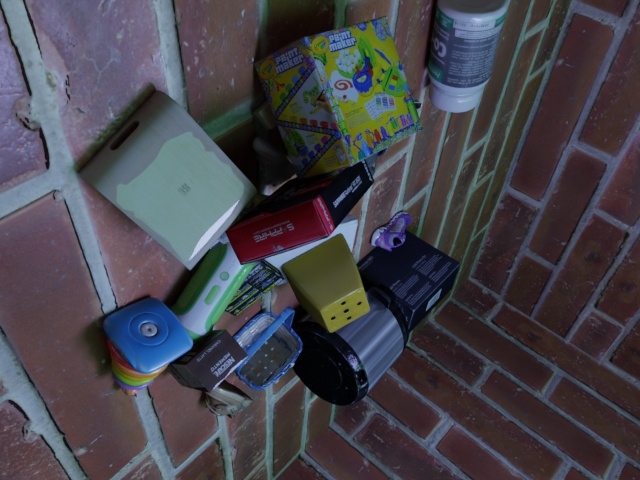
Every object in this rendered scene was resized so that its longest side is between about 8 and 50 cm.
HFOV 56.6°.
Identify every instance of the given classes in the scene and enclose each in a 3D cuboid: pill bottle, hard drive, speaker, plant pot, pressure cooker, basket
[{"bbox_3d":[0.445,-0.594,1.857,0.204,0.204,0.361,-42,151,-27],"label":"pill bottle"},{"bbox_3d":[-0.042,0.036,1.818,0.307,0.040,0.203,-15,138,-23],"label":"hard drive"},{"bbox_3d":[-0.271,0.108,1.536,0.297,0.131,0.131,-57,155,2],"label":"speaker"},{"bbox_3d":[0.037,0.149,1.808,0.212,0.187,0.212,-28,142,-6],"label":"plant pot"},{"bbox_3d":[0.122,0.360,2.229,0.420,0.369,0.376,-38,113,-38],"label":"pressure cooker"},{"bbox_3d":[-0.177,0.343,1.894,0.255,0.201,0.289,-45,163,-20],"label":"basket"}]

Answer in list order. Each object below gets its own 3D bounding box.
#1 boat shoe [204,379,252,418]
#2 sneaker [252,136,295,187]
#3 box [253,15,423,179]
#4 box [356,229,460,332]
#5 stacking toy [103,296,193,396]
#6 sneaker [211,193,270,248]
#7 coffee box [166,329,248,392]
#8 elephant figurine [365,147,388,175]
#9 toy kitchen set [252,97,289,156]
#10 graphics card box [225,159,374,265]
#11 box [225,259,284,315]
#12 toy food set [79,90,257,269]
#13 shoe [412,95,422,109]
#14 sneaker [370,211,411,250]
[{"bbox_3d":[-0.320,0.531,1.967,0.110,0.121,0.341,-51,156,-12],"label":"boat shoe"},{"bbox_3d":[-0.128,-0.185,1.501,0.094,0.080,0.212,-44,156,4],"label":"sneaker"},{"bbox_3d":[0.051,-0.327,1.359,0.290,0.177,0.279,-31,105,-41],"label":"box"},{"bbox_3d":[0.346,0.159,2.469,0.343,0.312,0.179,-38,150,-32],"label":"box"},{"bbox_3d":[-0.451,0.299,1.459,0.165,0.175,0.302,-28,157,-44],"label":"stacking toy"},{"bbox_3d":[-0.203,-0.076,1.414,0.384,0.145,0.147,-18,133,-57],"label":"sneaker"},{"bbox_3d":[-0.314,0.319,1.593,0.141,0.098,0.246,-42,-168,-26],"label":"coffee box"},{"bbox_3d":[0.144,-0.314,1.742,0.239,0.186,0.169,-50,131,-22],"label":"elephant figurine"},{"bbox_3d":[-0.086,-0.272,1.479,0.122,0.166,0.207,-48,117,-17],"label":"toy kitchen set"},{"bbox_3d":[-0.033,-0.083,1.380,0.094,0.232,0.371,65,28,-13],"label":"graphics card box"},{"bbox_3d":[-0.216,0.129,1.695,0.190,0.045,0.184,-38,157,4],"label":"box"},{"bbox_3d":[-0.290,-0.110,1.188,0.220,0.092,0.306,-50,126,-11],"label":"toy food set"},{"bbox_3d":[0.249,-0.424,1.885,0.219,0.058,0.077,-27,143,-46],"label":"shoe"},{"bbox_3d":[0.309,-0.029,2.421,0.236,0.104,0.095,-36,148,-37],"label":"sneaker"}]
